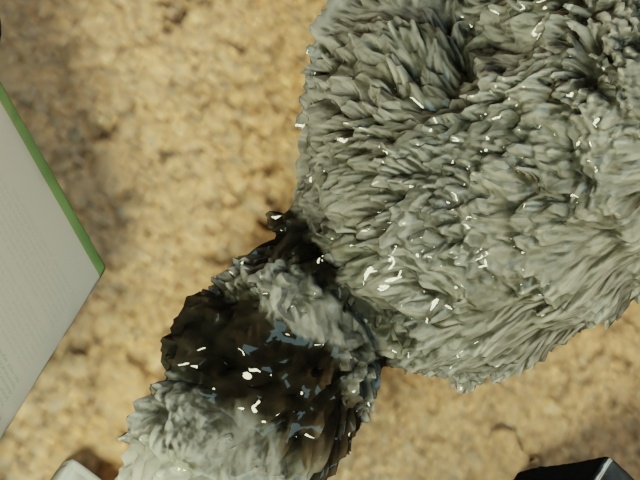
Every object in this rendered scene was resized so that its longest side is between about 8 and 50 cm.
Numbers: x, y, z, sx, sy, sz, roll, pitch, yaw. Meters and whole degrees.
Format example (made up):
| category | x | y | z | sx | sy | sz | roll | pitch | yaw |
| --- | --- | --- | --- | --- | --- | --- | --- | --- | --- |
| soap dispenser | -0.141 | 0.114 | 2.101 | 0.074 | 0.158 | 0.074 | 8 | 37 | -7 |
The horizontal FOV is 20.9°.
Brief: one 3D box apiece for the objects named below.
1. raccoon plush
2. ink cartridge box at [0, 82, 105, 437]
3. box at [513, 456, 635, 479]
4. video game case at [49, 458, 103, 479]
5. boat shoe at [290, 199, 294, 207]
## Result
| category | x | y | z | sx | sy | sz | roll | pitch | yaw |
| --- | --- | --- | --- | --- | --- | --- | --- | --- | --- |
| raccoon plush | 0.136 | 0.014 | 0.802 | 0.216 | 0.299 | 0.446 | 43 | 64 | -42 |
| ink cartridge box | -0.183 | 0.020 | 0.713 | 0.171 | 0.056 | 0.235 | 65 | 30 | -29 |
| box | 0.141 | 0.225 | 0.904 | 0.158 | 0.093 | 0.156 | 44 | 63 | -12 |
| video game case | -0.098 | 0.207 | 0.824 | 0.157 | 0.019 | 0.143 | 40 | 64 | -15 |
| boat shoe | -0.001 | -0.001 | 0.911 | 0.056 | 0.048 | 0.153 | 37 | 69 | -44 |
